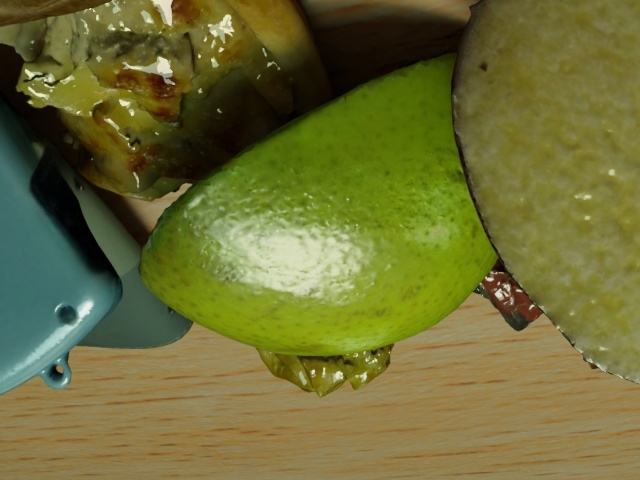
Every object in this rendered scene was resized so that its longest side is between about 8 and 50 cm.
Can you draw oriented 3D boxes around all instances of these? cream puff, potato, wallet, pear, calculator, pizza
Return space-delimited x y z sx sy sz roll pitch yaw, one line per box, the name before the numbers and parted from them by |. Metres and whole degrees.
cream puff | -0.006 0.074 1.116 0.121 0.156 0.156 -34 136 23
potato | 0.215 -0.059 0.813 0.239 0.116 0.299 -31 98 10
wallet | -0.280 0.007 1.080 0.252 0.083 0.360 -1 153 15
pear | 0.000 0.005 0.877 0.239 0.139 0.288 -6 152 -37
calculator | -0.258 -0.020 0.879 0.173 0.293 0.051 -35 177 19
pizza | -0.106 -0.102 0.875 0.223 0.089 0.323 -6 149 11

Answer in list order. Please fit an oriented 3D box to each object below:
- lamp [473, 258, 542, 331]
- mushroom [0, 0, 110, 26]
lamp | 0.229 -0.024 0.940 0.253 0.118 0.118 -28 140 16
mushroom | -0.186 -0.206 0.639 0.278 0.146 0.278 -3 152 -2
